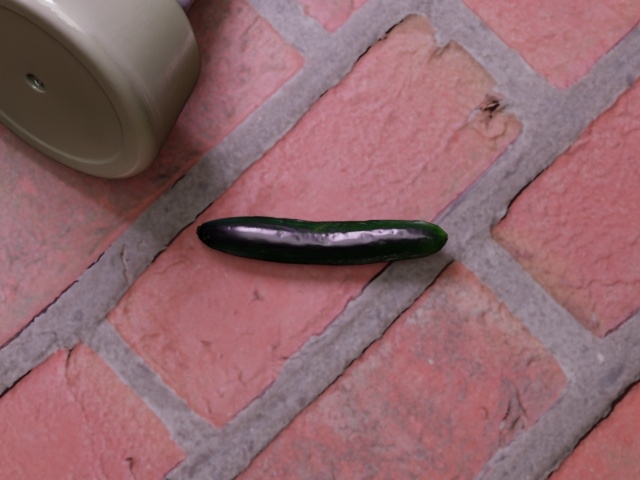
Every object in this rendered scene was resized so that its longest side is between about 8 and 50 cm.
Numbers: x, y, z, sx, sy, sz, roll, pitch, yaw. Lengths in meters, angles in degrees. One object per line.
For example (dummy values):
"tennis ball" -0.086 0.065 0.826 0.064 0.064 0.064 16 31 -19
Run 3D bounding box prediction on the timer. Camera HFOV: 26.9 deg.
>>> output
"timer" -0.218 -0.273 1.450 0.291 0.291 0.315 32 63 3

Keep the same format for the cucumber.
"cucumber" 0.000 0.000 1.499 0.284 0.056 0.056 1 82 4
